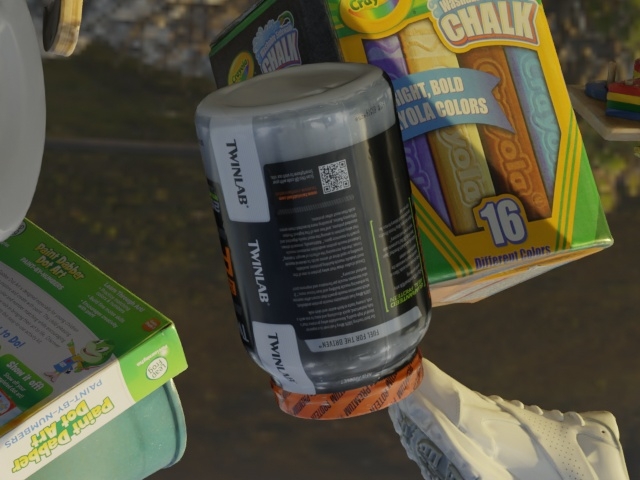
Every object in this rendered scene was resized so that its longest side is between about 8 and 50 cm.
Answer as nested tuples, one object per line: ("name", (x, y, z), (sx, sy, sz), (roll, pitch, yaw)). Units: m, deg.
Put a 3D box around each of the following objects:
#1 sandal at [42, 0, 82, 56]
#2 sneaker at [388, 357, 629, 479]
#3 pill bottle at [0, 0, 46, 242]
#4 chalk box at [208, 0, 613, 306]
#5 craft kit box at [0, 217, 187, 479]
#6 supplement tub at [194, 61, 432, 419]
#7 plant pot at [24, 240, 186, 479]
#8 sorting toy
("sandal", (-0.237, -0.297, 1.748), (0.079, 0.240, 0.088), (11, 158, -25))
("sneaker", (0.150, 0.151, 1.183), (0.232, 0.115, 0.090), (41, 159, 5))
("pill bottle", (-0.410, -0.094, 1.164), (0.392, 0.224, 0.224), (-4, 164, 12))
("chalk box", (0.049, -0.099, 1.179), (0.179, 0.289, 0.180), (-9, 171, -31))
("craft kit box", (-0.275, 0.097, 1.331), (0.250, 0.246, 0.061), (31, 148, 44))
("supplement tub", (0.000, 0.000, 0.981), (0.117, 0.190, 0.117), (-10, -163, 3))
("plant pot", (-0.316, 0.178, 1.686), (0.255, 0.272, 0.271), (-34, -178, -28))
("sorting toy", (0.310, -0.131, 1.558), (0.132, 0.046, 0.274), (0, -157, -10))
